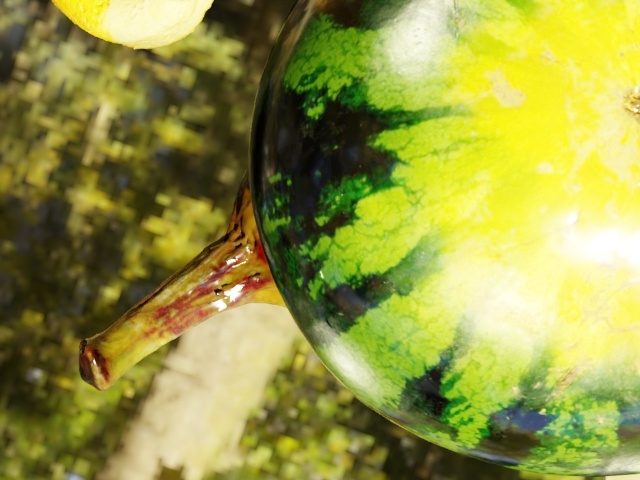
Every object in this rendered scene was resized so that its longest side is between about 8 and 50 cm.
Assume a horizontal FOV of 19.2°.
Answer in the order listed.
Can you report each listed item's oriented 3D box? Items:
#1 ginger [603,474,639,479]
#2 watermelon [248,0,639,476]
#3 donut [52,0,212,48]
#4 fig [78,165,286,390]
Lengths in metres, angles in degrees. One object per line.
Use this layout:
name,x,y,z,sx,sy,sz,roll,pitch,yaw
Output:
ginger,0.234,0.197,1.305,0.413,0.211,0.358,-13,-179,-12
watermelon,0.099,-0.030,0.786,0.269,0.269,0.269,20,-176,-2
donut,-0.188,-0.268,1.765,0.190,0.174,0.074,56,-159,8
fig,0.020,-0.003,1.029,0.290,0.191,0.190,-22,-147,-40
